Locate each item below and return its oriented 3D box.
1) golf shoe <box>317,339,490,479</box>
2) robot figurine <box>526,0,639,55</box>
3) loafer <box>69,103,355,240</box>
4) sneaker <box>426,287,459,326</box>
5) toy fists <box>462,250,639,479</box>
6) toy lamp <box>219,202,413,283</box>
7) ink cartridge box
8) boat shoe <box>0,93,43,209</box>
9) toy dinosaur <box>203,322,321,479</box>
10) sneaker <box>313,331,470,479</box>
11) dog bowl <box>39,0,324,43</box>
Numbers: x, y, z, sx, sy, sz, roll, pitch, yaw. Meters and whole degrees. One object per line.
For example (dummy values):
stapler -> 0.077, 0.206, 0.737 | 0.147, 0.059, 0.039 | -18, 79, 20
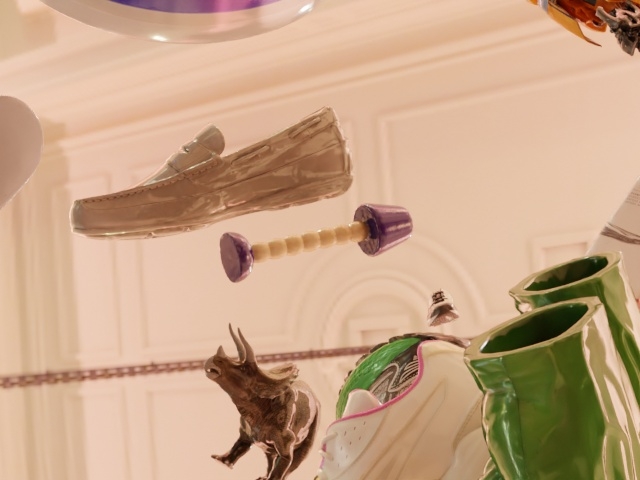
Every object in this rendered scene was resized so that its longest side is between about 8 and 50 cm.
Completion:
golf shoe -> 0.034, 0.205, 0.951 | 0.306, 0.115, 0.140 | -40, -108, -7
robot figurine -> 0.372, -0.268, 1.391 | 0.291, 0.211, 0.085 | 43, -34, 37
loafer -> -0.120, -0.072, 1.336 | 0.112, 0.320, 0.111 | 180, -104, -73
sneaker -> 0.143, 0.080, 1.477 | 0.040, 0.109, 0.043 | -15, -96, 2
toy fists -> 0.150, 0.102, 0.729 | 0.096, 0.279, 0.142 | -17, -86, 19
toy lamp -> 0.000, 0.000, 1.677 | 0.080, 0.275, 0.080 | 40, -44, 54
ink cartridge box -> 0.365, 0.054, 1.392 | 0.092, 0.158, 0.218 | 18, -120, 37
boat shoe -> -0.297, -0.006, 0.828 | 0.084, 0.258, 0.095 | 7, -48, 39
toy dinosaur -> -0.046, 0.237, 1.560 | 0.121, 0.313, 0.160 | 21, -102, 30
sneaker -> 0.073, 0.238, 1.175 | 0.146, 0.134, 0.343 | -110, -144, -59
dog bowl -> -0.096, -0.259, 0.823 | 0.265, 0.265, 0.104 | 52, -30, 26
